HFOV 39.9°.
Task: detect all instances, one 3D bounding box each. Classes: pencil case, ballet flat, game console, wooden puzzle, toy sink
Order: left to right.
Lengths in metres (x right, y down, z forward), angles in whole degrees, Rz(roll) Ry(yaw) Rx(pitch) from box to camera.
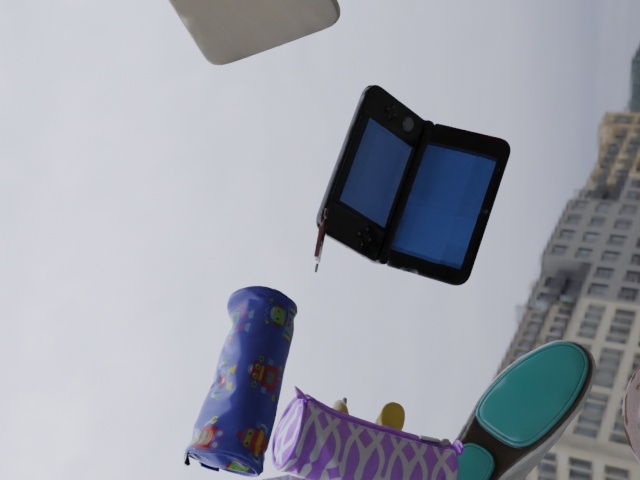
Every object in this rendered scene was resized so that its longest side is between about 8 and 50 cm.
[{"bbox_3d":[-0.087,-0.316,0.852,0.131,0.152,0.234,-85,-28,-44],"label":"toy sink"},{"bbox_3d":[-0.123,0.226,1.403,0.119,0.133,0.306,32,-125,-29],"label":"pencil case"},{"bbox_3d":[0.000,0.000,1.137,0.049,0.006,0.083,75,-155,-79],"label":"wooden puzzle"},{"bbox_3d":[0.051,0.225,0.925,0.088,0.206,0.086,-65,19,17],"label":"pencil case"},{"bbox_3d":[0.168,-0.101,1.570,0.250,0.173,0.293,29,-105,-39],"label":"game console"},{"bbox_3d":[0.279,0.325,1.353,0.400,0.139,0.139,-48,-36,-9],"label":"ballet flat"}]

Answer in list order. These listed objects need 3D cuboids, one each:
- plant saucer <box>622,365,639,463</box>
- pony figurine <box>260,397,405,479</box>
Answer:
[{"bbox_3d":[0.407,0.187,0.926,0.029,0.168,0.168,29,-109,-73],"label":"plant saucer"},{"bbox_3d":[0.030,0.435,1.515,0.363,0.302,0.351,123,160,-74],"label":"pony figurine"}]
